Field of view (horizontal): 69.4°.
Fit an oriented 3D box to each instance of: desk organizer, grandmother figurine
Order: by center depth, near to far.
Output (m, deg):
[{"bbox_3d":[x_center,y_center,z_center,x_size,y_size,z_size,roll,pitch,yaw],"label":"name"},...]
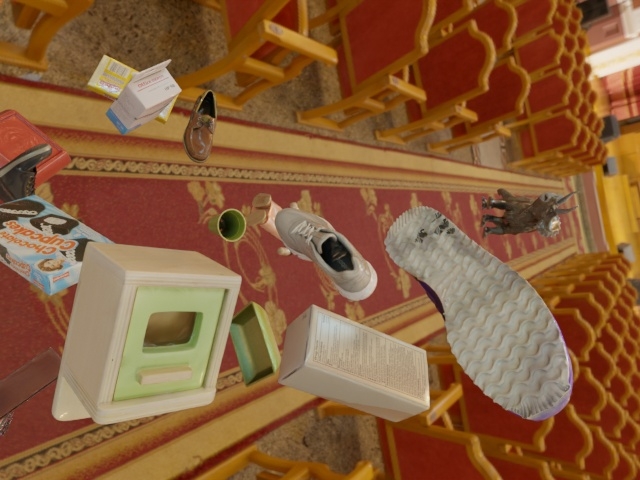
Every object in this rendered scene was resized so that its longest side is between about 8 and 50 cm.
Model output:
[{"bbox_3d":[-0.438,0.203,0.667,0.130,0.047,0.050,-38,125,-25],"label":"desk organizer"},{"bbox_3d":[-0.112,-0.036,1.618,0.342,0.104,0.207,43,62,-47],"label":"grandmother figurine"}]

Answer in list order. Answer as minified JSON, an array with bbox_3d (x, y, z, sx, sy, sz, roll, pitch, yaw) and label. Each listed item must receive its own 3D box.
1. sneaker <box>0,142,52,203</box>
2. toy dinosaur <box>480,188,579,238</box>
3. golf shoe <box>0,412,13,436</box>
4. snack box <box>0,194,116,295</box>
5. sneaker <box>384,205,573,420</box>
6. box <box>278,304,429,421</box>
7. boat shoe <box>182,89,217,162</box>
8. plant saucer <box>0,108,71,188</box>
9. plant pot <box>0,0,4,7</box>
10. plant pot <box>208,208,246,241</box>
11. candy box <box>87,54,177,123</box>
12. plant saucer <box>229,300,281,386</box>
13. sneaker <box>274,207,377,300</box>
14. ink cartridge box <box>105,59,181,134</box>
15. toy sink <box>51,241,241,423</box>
[{"bbox_3d":[-0.837,-0.184,1.331,0.118,0.222,0.083,56,7,-32],"label":"sneaker"},{"bbox_3d":[0.458,-0.059,1.066,0.313,0.160,0.120,-22,118,-76],"label":"toy dinosaur"},{"bbox_3d":[-0.946,0.538,1.316,0.086,0.186,0.067,17,103,-13],"label":"golf shoe"},{"bbox_3d":[-0.672,0.000,1.116,0.187,0.322,0.060,-37,148,-53],"label":"snack box"},{"bbox_3d":[0.194,0.077,0.535,0.146,0.102,0.293,36,18,-36],"label":"sneaker"},{"bbox_3d":[0.077,0.274,1.009,0.311,0.121,0.148,26,46,-18],"label":"box"},{"bbox_3d":[-0.457,-0.446,1.773,0.111,0.104,0.307,11,61,-28],"label":"boat shoe"},{"bbox_3d":[-0.987,-0.310,1.517,0.259,0.048,0.258,44,29,-20],"label":"plant saucer"},{"bbox_3d":[-0.541,-0.405,0.605,0.291,0.291,0.203,11,52,-50],"label":"plant pot"},{"bbox_3d":[-0.249,-0.039,1.196,0.083,0.079,0.083,-1,91,-42],"label":"plant pot"},{"bbox_3d":[-0.495,-0.401,1.234,0.206,0.027,0.105,24,67,-20],"label":"candy box"},{"bbox_3d":[-0.167,0.268,1.203,0.045,0.188,0.188,-9,70,-36],"label":"plant saucer"},{"bbox_3d":[0.000,0.000,0.889,0.099,0.262,0.121,-47,150,-10],"label":"sneaker"},{"bbox_3d":[-0.373,-0.303,0.989,0.060,0.180,0.104,55,50,-15],"label":"ink cartridge box"},{"bbox_3d":[-0.214,0.134,0.573,0.153,0.131,0.234,10,99,-47],"label":"toy sink"}]
